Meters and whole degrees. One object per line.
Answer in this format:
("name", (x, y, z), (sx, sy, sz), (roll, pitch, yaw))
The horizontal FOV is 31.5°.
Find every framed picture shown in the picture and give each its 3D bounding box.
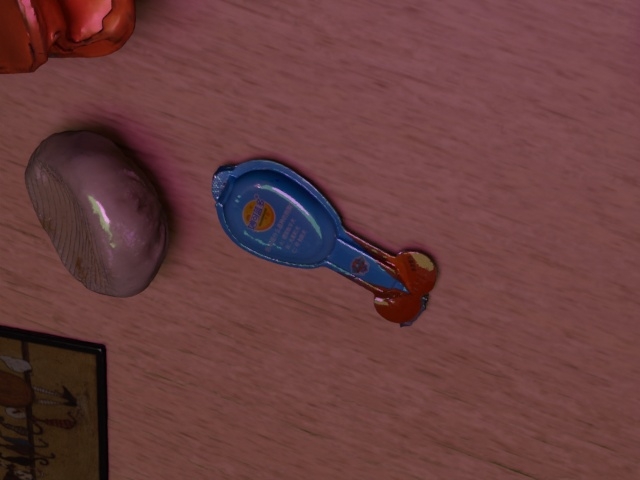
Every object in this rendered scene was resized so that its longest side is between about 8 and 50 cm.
("framed picture", (-0.414, 0.209, 1.367), (0.339, 0.014, 0.255), (10, 114, 12))

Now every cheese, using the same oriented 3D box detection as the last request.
("cheese", (0.000, 0.000, 1.153), (0.256, 0.037, 0.106), (29, 118, 1))

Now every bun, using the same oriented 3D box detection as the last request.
("bun", (-0.220, -0.033, 1.163), (0.183, 0.102, 0.183), (34, 141, 34))

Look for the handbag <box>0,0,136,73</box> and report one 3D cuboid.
("handbag", (-0.320, -0.346, 0.991), (0.303, 0.116, 0.410), (10, 121, 51))
